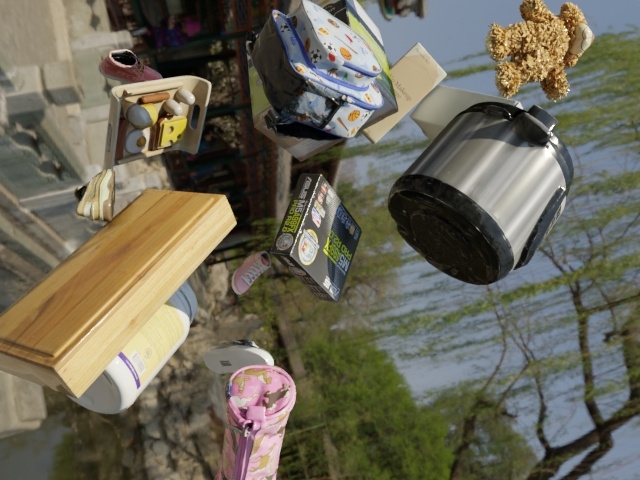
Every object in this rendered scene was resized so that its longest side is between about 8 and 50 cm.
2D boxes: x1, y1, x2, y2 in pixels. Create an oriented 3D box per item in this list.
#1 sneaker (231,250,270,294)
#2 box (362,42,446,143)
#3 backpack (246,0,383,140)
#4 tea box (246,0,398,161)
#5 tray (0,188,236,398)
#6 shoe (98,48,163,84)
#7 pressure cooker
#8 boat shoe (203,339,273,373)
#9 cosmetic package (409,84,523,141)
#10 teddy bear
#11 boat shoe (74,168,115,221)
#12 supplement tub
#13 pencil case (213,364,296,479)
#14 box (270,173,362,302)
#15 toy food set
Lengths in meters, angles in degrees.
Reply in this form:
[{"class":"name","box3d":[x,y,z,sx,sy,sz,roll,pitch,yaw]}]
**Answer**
[{"class":"sneaker","box3d":[-0.168,0.074,1.414,0.051,0.070,0.134,50,40,-21]},{"class":"box","box3d":[0.237,-0.470,1.834,0.148,0.311,0.121,45,7,-6]},{"class":"backpack","box3d":[0.004,-0.344,1.184,0.263,0.213,0.277,19,45,-45]},{"class":"tea box","box3d":[-0.003,-0.450,1.548,0.220,0.329,0.324,32,44,-49]},{"class":"tray","box3d":[-0.341,0.057,0.954,0.411,0.202,0.076,-55,139,-40]},{"class":"shoe","box3d":[-0.504,-0.466,1.551,0.081,0.178,0.064,-21,-109,48]},{"class":"pressure cooker","box3d":[0.425,-0.146,1.455,0.369,0.420,0.376,17,-31,52]},{"class":"boat shoe","box3d":[-0.233,0.347,1.724,0.301,0.102,0.108,-15,-71,46]},{"class":"cosmetic package","box3d":[0.495,-0.358,1.833,0.217,0.156,0.385,38,1,-38]},{"class":"teddy bear","box3d":[0.531,-0.460,1.359,0.113,0.337,0.245,-7,-92,65]},{"class":"boat shoe","box3d":[-0.429,-0.092,1.080,0.190,0.072,0.068,-126,-142,-63]},{"class":"supplement tub","box3d":[-0.479,0.232,1.413,0.331,0.241,0.241,-56,145,-51]},{"class":"pencil case","box3d":[-0.158,0.465,1.302,0.160,0.167,0.386,46,-44,40]},{"class":"box","box3d":[0.000,0.000,1.383,0.270,0.060,0.216,50,53,-50]},{"class":"toy food set","box3d":[-0.409,-0.284,1.441,0.092,0.306,0.220,34,-55,20]}]
